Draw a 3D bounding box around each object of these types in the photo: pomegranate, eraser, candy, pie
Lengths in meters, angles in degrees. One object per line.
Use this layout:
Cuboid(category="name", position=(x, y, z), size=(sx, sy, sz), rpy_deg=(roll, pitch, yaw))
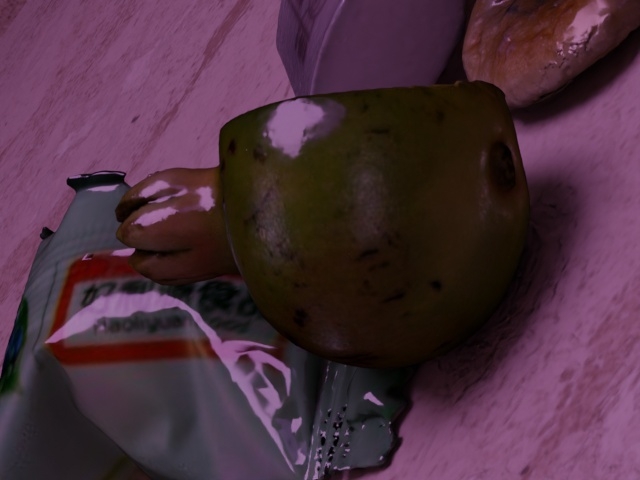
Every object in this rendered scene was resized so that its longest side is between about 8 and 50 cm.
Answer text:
Cuboid(category="pomegranate", position=(0.007, -0.002, 1.035), size=(0.190, 0.241, 0.159), rpy_deg=(154, 112, -76))
Cuboid(category="eraser", position=(0.035, -0.181, 1.356), size=(0.174, 0.095, 0.270), rpy_deg=(-63, 13, 14))
Cuboid(category="candy", position=(-0.082, 0.075, 1.239), size=(0.398, 0.172, 0.263), rpy_deg=(-12, 55, 33))
Cuboid(category="pie", position=(0.166, -0.165, 1.151), size=(0.218, 0.052, 0.185), rpy_deg=(-41, 31, 38))
